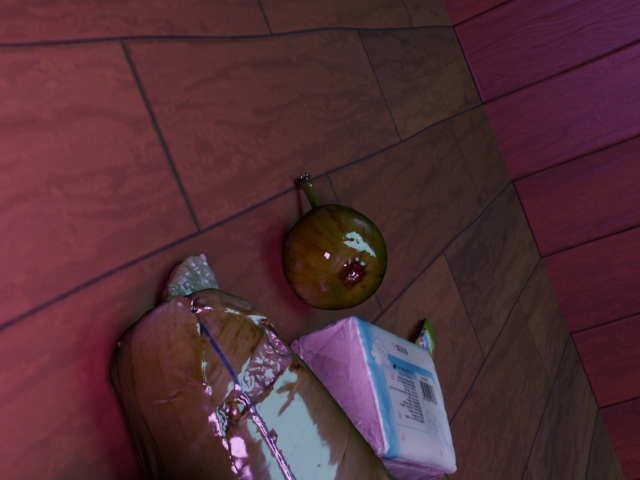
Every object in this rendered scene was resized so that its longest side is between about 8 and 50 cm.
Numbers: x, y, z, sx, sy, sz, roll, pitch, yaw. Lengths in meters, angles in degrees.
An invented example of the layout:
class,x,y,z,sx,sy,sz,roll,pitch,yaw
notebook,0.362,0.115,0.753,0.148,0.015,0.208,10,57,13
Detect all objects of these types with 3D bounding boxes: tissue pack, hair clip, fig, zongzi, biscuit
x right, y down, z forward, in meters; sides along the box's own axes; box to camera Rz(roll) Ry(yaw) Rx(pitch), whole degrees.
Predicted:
class,x,y,z,sx,sy,sz,roll,pitch,yaw
tissue pack,0.077,0.228,1.418,0.271,0.124,0.201,29,46,-57
hair clip,0.183,0.186,1.829,0.060,0.033,0.188,65,22,-14
fig,0.000,0.000,1.492,0.151,0.151,0.259,57,-3,-29
zongzi,-0.111,0.262,0.943,0.356,0.174,0.393,53,48,-12
biscuit,-0.125,0.140,1.137,0.133,0.032,0.250,-12,83,-67
